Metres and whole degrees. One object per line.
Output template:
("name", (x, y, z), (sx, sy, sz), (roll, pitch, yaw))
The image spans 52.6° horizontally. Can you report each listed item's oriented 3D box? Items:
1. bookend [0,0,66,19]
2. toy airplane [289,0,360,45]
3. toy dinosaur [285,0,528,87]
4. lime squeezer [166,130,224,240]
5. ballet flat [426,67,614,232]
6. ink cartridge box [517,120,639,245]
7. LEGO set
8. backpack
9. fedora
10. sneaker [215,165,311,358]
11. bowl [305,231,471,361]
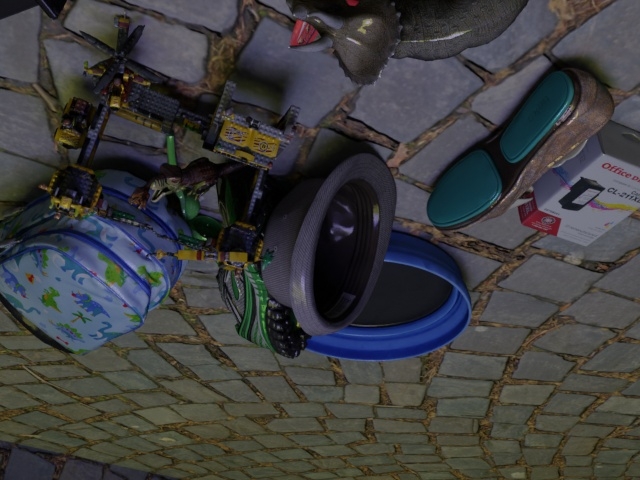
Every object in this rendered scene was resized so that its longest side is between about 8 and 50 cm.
("bookend", (-0.326, -0.279, 0.657), (0.156, 0.157, 0.072), (-11, 141, 19))
("toy airplane", (0.028, -0.275, 0.736), (0.151, 0.028, 0.151), (0, 139, 0))
("toy dinosaur", (0.125, -0.231, 0.653), (0.313, 0.160, 0.121), (-9, 135, 4))
("lime squeezer", (-0.185, -0.047, 1.056), (0.109, 0.059, 0.310), (-16, 139, 26))
("ballet flat", (0.275, -0.102, 0.896), (0.106, 0.108, 0.316), (7, 147, -28))
("ink cartridge box", (0.389, -0.079, 0.934), (0.127, 0.072, 0.175), (17, 143, -16))
("LEGO set", (-0.176, -0.100, 0.805), (0.331, 0.255, 0.192), (27, 167, -12))
("backpack", (-0.367, 0.038, 1.045), (0.355, 0.273, 0.290), (-28, 112, 22))
("fedora", (0.000, 0.000, 0.974), (0.124, 0.276, 0.243), (13, 176, 32))
("sneaker", (-0.119, 0.041, 1.047), (0.146, 0.134, 0.344), (6, 120, 28))
("bowl", (0.087, 0.113, 1.233), (0.390, 0.077, 0.391), (3, 144, 2))
